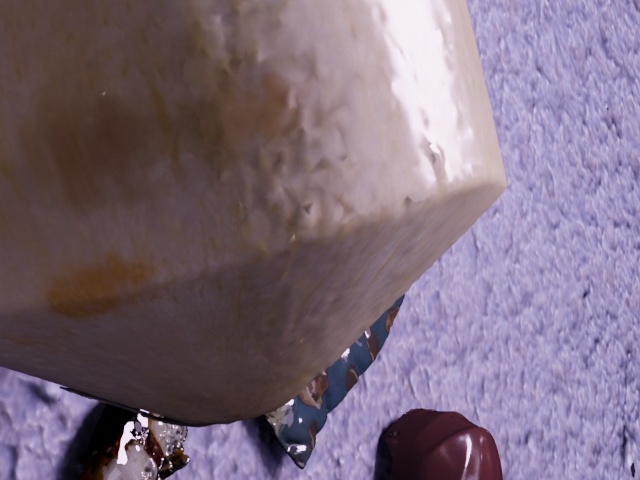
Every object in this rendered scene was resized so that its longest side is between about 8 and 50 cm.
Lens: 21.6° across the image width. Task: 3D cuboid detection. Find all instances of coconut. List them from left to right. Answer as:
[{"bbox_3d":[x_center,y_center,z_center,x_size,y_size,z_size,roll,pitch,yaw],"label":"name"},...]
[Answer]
[{"bbox_3d":[-0.070,-0.067,0.769,0.323,0.323,0.323,17,69,-56],"label":"coconut"}]

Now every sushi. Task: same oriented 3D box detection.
[{"bbox_3d":[-0.102,0.112,0.905,0.046,0.044,0.083,62,35,-33],"label":"sushi"}]

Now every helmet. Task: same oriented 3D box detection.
[{"bbox_3d":[0.090,0.178,1.183,0.098,0.070,0.123,23,64,-56],"label":"helmet"}]

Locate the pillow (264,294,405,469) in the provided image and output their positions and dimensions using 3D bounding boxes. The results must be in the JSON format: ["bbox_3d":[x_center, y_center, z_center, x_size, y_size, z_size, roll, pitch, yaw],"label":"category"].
[{"bbox_3d":[0.001,0.000,1.106,0.255,0.034,0.189,-56,130,-47],"label":"pillow"}]
